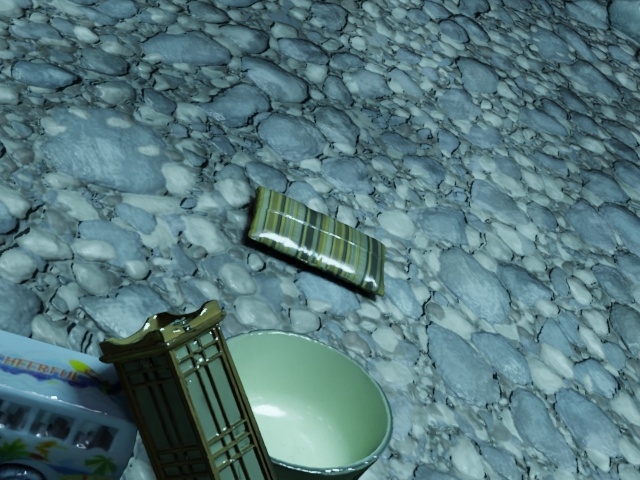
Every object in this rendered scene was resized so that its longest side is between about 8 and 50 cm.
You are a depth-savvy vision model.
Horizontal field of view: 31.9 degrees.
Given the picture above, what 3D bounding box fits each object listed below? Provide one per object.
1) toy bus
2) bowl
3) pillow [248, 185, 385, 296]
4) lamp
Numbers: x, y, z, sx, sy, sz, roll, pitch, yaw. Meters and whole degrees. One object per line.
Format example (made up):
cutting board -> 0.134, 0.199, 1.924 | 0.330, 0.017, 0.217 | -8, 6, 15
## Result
toy bus -> -0.330, 0.143, 1.014 | 0.330, 0.136, 0.109 | 19, 37, -21
bowl -> -0.037, 0.201, 1.173 | 0.211, 0.112, 0.211 | 14, 31, -9
pillow -> 0.000, 0.000, 1.507 | 0.203, 0.038, 0.113 | 23, 37, -15
lamp -> -0.090, 0.223, 1.012 | 0.089, 0.090, 0.325 | -29, 100, -52
